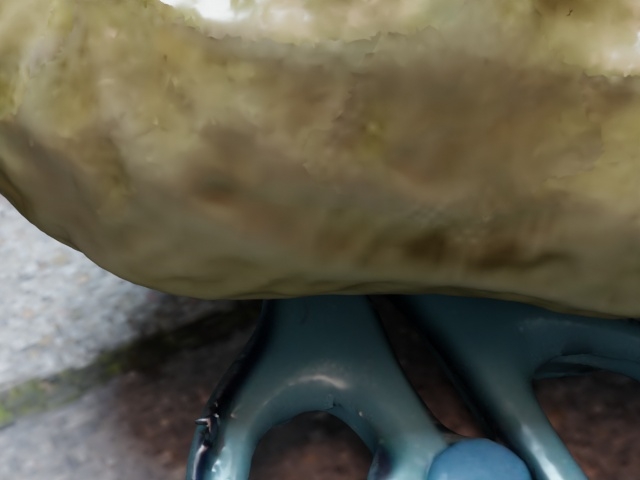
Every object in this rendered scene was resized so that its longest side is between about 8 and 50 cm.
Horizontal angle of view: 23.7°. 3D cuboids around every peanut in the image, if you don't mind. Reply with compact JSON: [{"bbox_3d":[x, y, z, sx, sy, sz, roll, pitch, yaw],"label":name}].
[{"bbox_3d":[0.053,-0.050,0.458,0.325,0.153,0.140,2,49,5],"label":"peanut"}]

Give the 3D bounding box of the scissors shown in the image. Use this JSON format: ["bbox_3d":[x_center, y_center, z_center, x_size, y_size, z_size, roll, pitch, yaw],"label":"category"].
[{"bbox_3d":[0.000,0.000,0.531,0.180,0.032,0.393,-16,50,-21],"label":"scissors"}]
